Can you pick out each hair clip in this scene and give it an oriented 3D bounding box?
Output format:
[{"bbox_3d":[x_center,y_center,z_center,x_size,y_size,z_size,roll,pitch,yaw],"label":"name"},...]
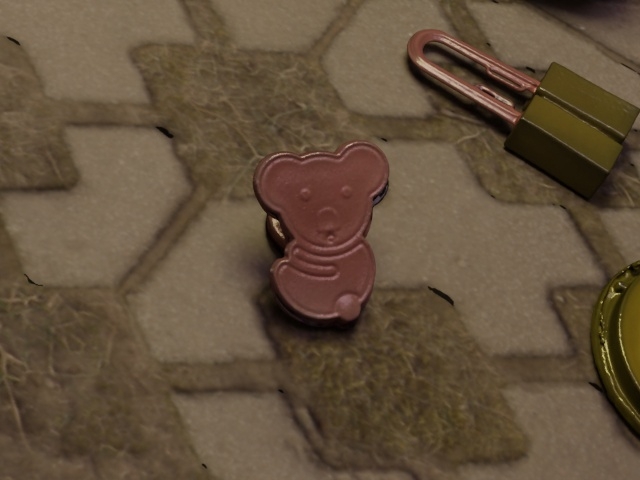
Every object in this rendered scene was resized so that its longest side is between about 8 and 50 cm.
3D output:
[{"bbox_3d":[0.003,-0.005,1.195,0.123,0.102,0.138,-2,58,-17],"label":"hair clip"}]

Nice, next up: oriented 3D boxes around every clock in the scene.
[{"bbox_3d":[0.359,0.101,1.275,0.237,0.057,0.237,9,55,-13],"label":"clock"}]

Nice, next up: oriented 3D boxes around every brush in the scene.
[{"bbox_3d":[0.190,-0.143,1.390,0.233,0.047,0.103,31,52,4],"label":"brush"}]
